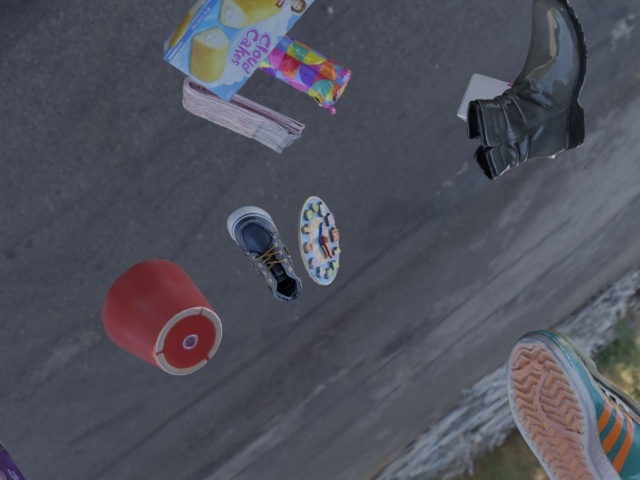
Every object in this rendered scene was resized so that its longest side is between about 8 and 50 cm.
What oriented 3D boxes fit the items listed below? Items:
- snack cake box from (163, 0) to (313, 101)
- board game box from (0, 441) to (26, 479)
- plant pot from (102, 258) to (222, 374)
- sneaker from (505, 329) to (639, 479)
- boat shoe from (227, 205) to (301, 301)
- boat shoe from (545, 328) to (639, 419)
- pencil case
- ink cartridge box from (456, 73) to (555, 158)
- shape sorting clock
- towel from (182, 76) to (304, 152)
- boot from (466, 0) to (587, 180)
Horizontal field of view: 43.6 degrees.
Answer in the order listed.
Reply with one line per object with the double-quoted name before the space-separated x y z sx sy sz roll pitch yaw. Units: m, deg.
"snack cake box" -0.152 -0.406 1.475 0.152 0.089 0.264 32 116 -28
"board game box" -0.347 0.272 0.698 0.208 0.346 0.056 -38 172 8
"plant pot" -0.405 0.218 2.123 0.275 0.243 0.274 -19 122 -34
"sneaker" 0.331 0.230 0.998 0.108 0.302 0.121 -14 -164 47
"boat shoe" -0.077 0.022 1.214 0.065 0.083 0.183 -32 145 1
"boat shoe" 0.489 0.301 1.443 0.103 0.302 0.113 -45 172 -14
"pencil case" -0.048 -0.376 1.744 0.104 0.236 0.104 -58 180 1
"ink cartridge box" 0.421 -0.264 1.721 0.237 0.172 0.100 9 104 -62
"shape sorting clock" 0.000 0.000 1.832 0.040 0.206 0.206 -10 162 20
"towel" -0.216 -0.326 2.113 0.332 0.317 0.053 178 -66 -79
"boot" 0.280 -0.207 1.110 0.161 0.083 0.246 -20 120 -10
